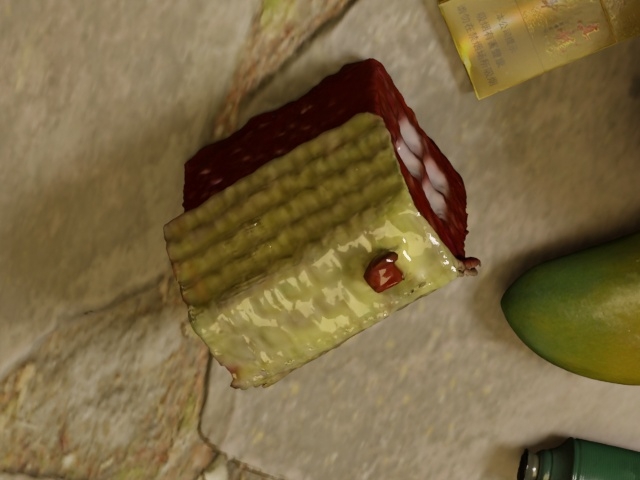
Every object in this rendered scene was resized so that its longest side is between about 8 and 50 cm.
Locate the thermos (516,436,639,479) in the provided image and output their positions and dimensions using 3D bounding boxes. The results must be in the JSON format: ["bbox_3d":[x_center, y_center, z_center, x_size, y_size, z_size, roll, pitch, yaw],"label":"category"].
[{"bbox_3d":[0.260,0.216,1.500,0.187,0.083,0.073,12,137,-4],"label":"thermos"}]

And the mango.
[{"bbox_3d":[0.272,0.053,1.422,0.237,0.091,0.137,-18,108,15],"label":"mango"}]

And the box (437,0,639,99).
[{"bbox_3d":[0.176,-0.175,1.351,0.156,0.022,0.089,-20,114,9],"label":"box"}]

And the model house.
[{"bbox_3d":[0.000,0.000,1.309,0.196,0.254,0.160,-29,108,12],"label":"model house"}]
